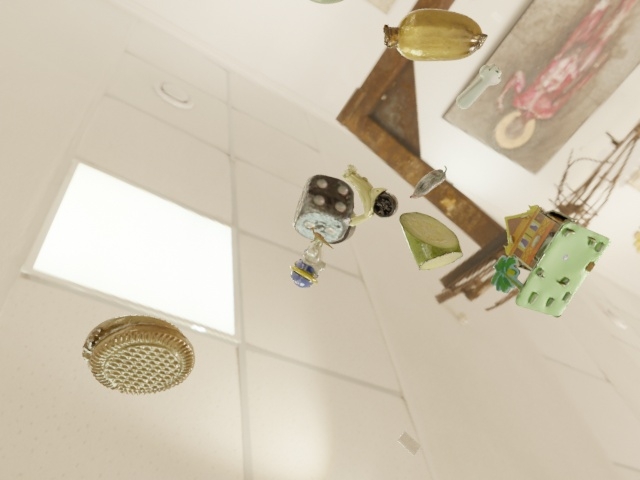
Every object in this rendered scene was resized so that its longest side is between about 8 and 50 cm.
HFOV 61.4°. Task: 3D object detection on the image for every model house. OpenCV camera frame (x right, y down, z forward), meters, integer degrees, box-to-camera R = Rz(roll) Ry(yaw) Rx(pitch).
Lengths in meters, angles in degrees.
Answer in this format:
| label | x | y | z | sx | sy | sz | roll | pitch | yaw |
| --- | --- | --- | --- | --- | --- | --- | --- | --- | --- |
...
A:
| label | x | y | z | sx | sy | sz | roll | pitch | yaw |
| --- | --- | --- | --- | --- | --- | --- | --- | --- | --- |
| model house | 0.780 | 0.056 | 1.941 | 0.242 | 0.358 | 0.313 | 16 | -160 | -21 |

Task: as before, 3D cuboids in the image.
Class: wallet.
| label | x | y | z | sx | sy | sz | roll | pitch | yaw |
| --- | --- | --- | --- | --- | --- | --- | --- | --- | --- |
| wallet | 0.311 | 0.711 | 1.888 | 0.083 | 0.044 | 0.011 | 43 | 165 | -4 |

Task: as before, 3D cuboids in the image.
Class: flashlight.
| label | x | y | z | sx | sy | sz | roll | pitch | yaw |
| --- | --- | --- | --- | --- | --- | --- | --- | --- | --- |
| flashlight | 0.601 | -0.587 | 2.062 | 0.093 | 0.200 | 0.048 | 28 | -145 | -25 |

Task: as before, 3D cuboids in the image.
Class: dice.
| label | x | y | z | sx | sy | sz | roll | pitch | yaw |
| --- | --- | --- | --- | --- | --- | --- | --- | --- | --- |
| dice | 0.012 | -0.112 | 1.923 | 0.183 | 0.181 | 0.183 | 16 | -128 | -9 |

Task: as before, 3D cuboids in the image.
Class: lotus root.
| label | x | y | z | sx | sy | sz | roll | pitch | yaw |
| --- | --- | --- | --- | --- | --- | --- | --- | --- | --- |
| lotus root | 0.333 | -0.602 | 1.587 | 0.302 | 0.147 | 0.131 | 4 | -150 | 4 |

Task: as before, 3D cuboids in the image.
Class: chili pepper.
| label | x | y | z | sx | sy | sz | roll | pitch | yaw |
| --- | --- | --- | --- | --- | --- | --- | --- | --- | --- |
| chili pepper | 0.341 | -0.182 | 1.683 | 0.050 | 0.153 | 0.041 | 44 | 166 | 54 |

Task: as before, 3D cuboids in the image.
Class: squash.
| label | x | y | z | sx | sy | sz | roll | pitch | yaw |
| --- | --- | --- | --- | --- | --- | --- | --- | --- | --- |
| squash | 0.409 | -0.031 | 2.033 | 0.189 | 0.189 | 0.261 | 8 | -121 | -45 |

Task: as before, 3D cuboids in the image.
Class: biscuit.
| label | x | y | z | sx | sy | sz | roll | pitch | yaw |
| --- | --- | --- | --- | --- | --- | --- | --- | --- | --- |
| biscuit | -0.432 | 0.275 | 1.288 | 0.259 | 0.259 | 0.079 | 22 | -148 | -29 |

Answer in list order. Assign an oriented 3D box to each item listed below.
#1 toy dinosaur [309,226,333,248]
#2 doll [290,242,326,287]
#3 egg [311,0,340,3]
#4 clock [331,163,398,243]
| label | x | y | z | sx | sy | sz | roll | pitch | yaw |
| --- | --- | --- | --- | --- | --- | --- | --- | --- | --- |
| toy dinosaur | -0.002 | 0.002 | 1.597 | 0.026 | 0.041 | 0.113 | -1 | -141 | -43 |
| doll | -0.043 | 0.123 | 2.653 | 0.159 | 0.243 | 0.311 | 42 | 172 | 6 |
| egg | 0.022 | -0.828 | 1.637 | 0.203 | 0.203 | 0.282 | 43 | -138 | 15 |
| clock | 0.116 | -0.152 | 2.254 | 0.277 | 0.378 | 0.120 | 60 | -156 | 4 |
